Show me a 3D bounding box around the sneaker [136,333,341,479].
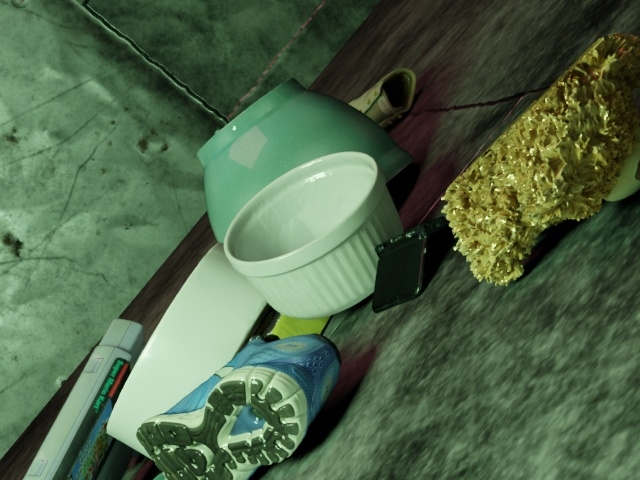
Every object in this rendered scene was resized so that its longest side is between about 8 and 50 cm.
[{"bbox_3d":[-0.078,0.189,1.600,0.147,0.129,0.330,-39,4,-39],"label":"sneaker"}]

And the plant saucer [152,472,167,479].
[{"bbox_3d":[-0.215,0.332,1.882,0.119,0.021,0.119,-48,10,12],"label":"plant saucer"}]

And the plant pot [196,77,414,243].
[{"bbox_3d":[-0.046,-0.096,2.048,0.293,0.196,0.293,-38,1,0],"label":"plant pot"}]

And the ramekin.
[{"bbox_3d":[0.000,0.000,1.756,0.207,0.109,0.207,-25,27,14],"label":"ramekin"}]

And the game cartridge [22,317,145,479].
[{"bbox_3d":[-0.307,0.298,1.939,0.230,0.068,0.355,99,-169,-48],"label":"game cartridge"}]

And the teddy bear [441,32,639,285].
[{"bbox_3d":[0.209,-0.067,1.319,0.245,0.113,0.338,-47,0,-26],"label":"teddy bear"}]

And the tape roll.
[{"bbox_3d":[-0.156,0.147,1.887,0.286,0.100,0.286,-60,-2,-3],"label":"tape roll"}]

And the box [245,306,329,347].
[{"bbox_3d":[-0.023,0.085,1.852,0.087,0.058,0.232,-40,13,46],"label":"box"}]

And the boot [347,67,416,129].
[{"bbox_3d":[0.067,-0.183,2.429,0.165,0.077,0.213,-33,19,52],"label":"boot"}]

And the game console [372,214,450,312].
[{"bbox_3d":[0.111,0.021,1.631,0.107,0.071,0.122,-21,-3,-26],"label":"game console"}]
